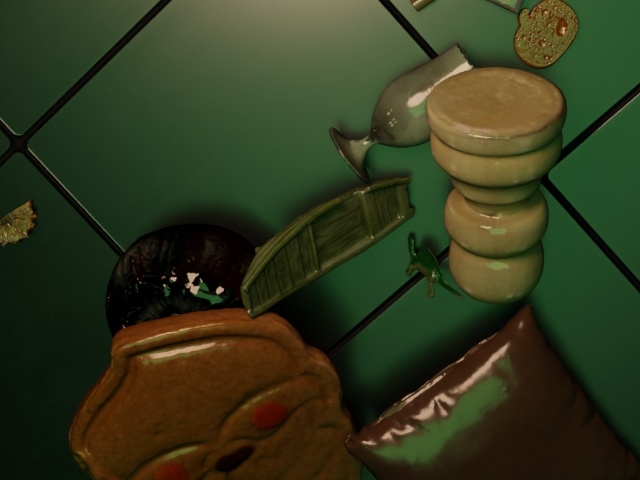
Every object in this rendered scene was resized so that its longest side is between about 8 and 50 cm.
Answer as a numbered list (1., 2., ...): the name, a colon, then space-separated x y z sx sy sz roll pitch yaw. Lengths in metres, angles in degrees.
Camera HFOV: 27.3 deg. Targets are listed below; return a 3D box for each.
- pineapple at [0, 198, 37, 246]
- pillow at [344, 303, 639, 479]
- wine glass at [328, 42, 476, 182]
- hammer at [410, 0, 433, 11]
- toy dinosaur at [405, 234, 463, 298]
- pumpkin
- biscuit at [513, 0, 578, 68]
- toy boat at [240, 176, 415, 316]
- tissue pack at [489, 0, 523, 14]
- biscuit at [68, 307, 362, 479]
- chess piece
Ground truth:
1. pineapple: -0.424 -0.018 1.823 0.083 0.019 0.045 -29 95 9
2. pillow: 0.238 0.287 1.751 0.308 0.108 0.305 -37 105 2
3. wine glass: 0.116 -0.165 1.689 0.202 0.093 0.093 -36 96 14
4. hammer: 0.108 -0.348 1.688 0.035 0.019 0.110 -34 94 12
5. toy dinosaur: 0.146 0.040 1.737 0.029 0.119 0.060 -20 130 -24
6. pumpkin: -0.171 0.087 1.742 0.233 0.163 0.233 4 114 10
7. biscuit: 0.285 -0.267 1.685 0.078 0.015 0.091 39 104 -4
8. toy boat: 0.000 0.000 1.682 0.055 0.293 0.093 23 135 43
9. tissue pack: 0.240 -0.335 1.665 0.063 0.035 0.083 24 104 0
10. biscuit: -0.122 0.262 1.724 0.349 0.078 0.455 -32 126 6
11. chess piece: 0.216 -0.049 1.644 0.167 0.167 0.300 1 127 7
